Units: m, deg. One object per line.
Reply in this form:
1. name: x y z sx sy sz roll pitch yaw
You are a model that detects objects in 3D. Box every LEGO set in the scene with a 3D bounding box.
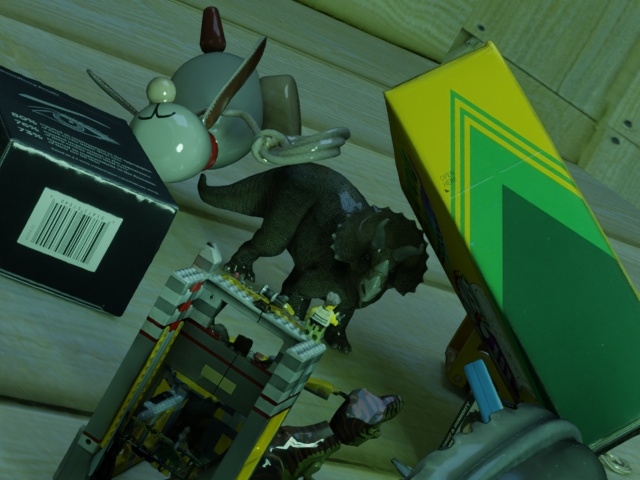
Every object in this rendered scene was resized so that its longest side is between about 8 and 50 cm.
1. LEGO set: 0.008 0.127 1.131 0.331 0.192 0.255 35 14 20

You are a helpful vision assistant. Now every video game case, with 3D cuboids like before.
1. video game case: 0.132 0.167 1.093 0.119 0.015 0.166 -107 173 -59

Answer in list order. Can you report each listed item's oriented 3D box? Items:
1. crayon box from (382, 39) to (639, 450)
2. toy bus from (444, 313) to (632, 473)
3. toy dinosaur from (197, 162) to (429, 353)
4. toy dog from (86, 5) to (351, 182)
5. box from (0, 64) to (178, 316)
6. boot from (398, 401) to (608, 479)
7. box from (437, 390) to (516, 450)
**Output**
1. crayon box: 0.172 0.032 1.512 0.313 0.106 0.363 61 -1 12
2. toy bus: 0.222 0.130 1.774 0.202 0.104 0.191 14 21 -48
3. toy dinosaur: 0.000 0.000 1.661 0.121 0.160 0.313 20 18 -38
4. toy dog: -0.111 -0.147 1.722 0.220 0.161 0.333 -10 5 -11
5. box: -0.225 -0.047 1.469 0.153 0.108 0.207 23 14 -26
6. boot: 0.162 0.295 0.740 0.445 0.146 0.367 32 47 24
7. box: 0.160 0.211 1.386 0.058 0.087 0.232 21 17 -26
